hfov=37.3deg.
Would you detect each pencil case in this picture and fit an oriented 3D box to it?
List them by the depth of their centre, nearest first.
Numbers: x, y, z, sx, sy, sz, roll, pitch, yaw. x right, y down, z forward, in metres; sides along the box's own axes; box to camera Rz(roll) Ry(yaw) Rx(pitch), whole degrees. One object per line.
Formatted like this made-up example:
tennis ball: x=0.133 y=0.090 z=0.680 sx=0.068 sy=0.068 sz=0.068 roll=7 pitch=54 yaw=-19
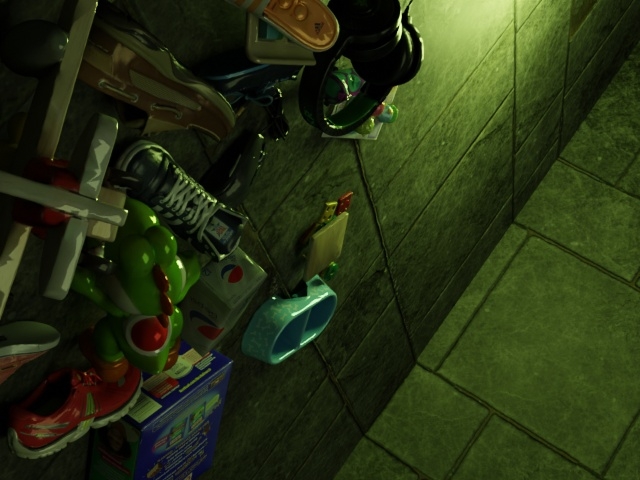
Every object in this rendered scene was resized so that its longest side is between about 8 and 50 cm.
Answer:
pencil case: x=0.064 y=-0.306 z=1.863 sx=0.152 sy=0.070 sz=0.064 roll=-23 pitch=156 yaw=-47

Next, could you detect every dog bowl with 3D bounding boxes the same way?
dog bowl: x=-0.065 y=0.189 z=2.219 sx=0.297 sy=0.074 sz=0.166 roll=-28 pitch=143 yaw=-50

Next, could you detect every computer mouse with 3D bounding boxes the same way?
computer mouse: x=-0.132 y=-0.154 z=1.669 sx=0.262 sy=0.060 sz=0.184 roll=-50 pitch=157 yaw=-21

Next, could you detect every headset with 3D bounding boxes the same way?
headset: x=0.081 y=-0.380 z=1.704 sx=0.394 sy=0.185 sz=0.243 roll=-55 pitch=155 yaw=2

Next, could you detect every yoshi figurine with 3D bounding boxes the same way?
yoshi figurine: x=-0.293 y=0.063 z=1.477 sx=0.362 sy=0.203 sz=0.203 roll=112 pitch=3 yaw=-52

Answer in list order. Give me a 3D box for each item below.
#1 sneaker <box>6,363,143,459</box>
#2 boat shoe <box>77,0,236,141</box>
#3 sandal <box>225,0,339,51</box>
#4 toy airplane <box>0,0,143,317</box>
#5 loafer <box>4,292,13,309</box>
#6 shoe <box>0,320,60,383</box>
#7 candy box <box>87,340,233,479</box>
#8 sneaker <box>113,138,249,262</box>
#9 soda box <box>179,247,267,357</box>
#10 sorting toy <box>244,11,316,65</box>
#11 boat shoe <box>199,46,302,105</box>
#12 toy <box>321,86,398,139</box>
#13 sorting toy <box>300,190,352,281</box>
sneaker: x=-0.400 y=0.255 z=1.578 sx=0.279 sy=0.107 sz=0.118 roll=-36 pitch=139 yaw=-48
boat shoe: x=-0.239 y=-0.211 z=1.326 sx=0.120 sy=0.122 sz=0.324 roll=-53 pitch=149 yaw=0
sandal: x=-0.063 y=-0.365 z=1.372 sx=0.265 sy=0.076 sz=0.102 roll=28 pitch=86 yaw=-30
toy airplane: x=-0.349 y=-0.059 z=1.070 sx=0.386 sy=0.272 sz=0.384 roll=-83 pitch=-165 yaw=-47
loafer: x=-0.455 y=0.047 z=1.257 sx=0.061 sy=0.062 sz=0.170 roll=-60 pitch=159 yaw=-9
shoe: x=-0.468 y=0.175 z=1.390 sx=0.178 sy=0.063 sz=0.081 roll=-10 pitch=129 yaw=-55
candy box: x=-0.320 y=0.386 z=1.875 sx=0.268 sy=0.122 sz=0.317 roll=-33 pitch=145 yaw=-48
sneaker: x=-0.212 y=-0.056 z=1.505 sx=0.099 sy=0.153 sz=0.282 roll=-55 pitch=157 yaw=-10
soda box: x=-0.190 y=0.113 z=1.719 sx=0.098 sy=0.091 sz=0.286 roll=-45 pitch=176 yaw=-29
sorting toy: x=-0.052 y=-0.380 z=1.480 sx=0.193 sy=0.038 sz=0.208 roll=-16 pitch=108 yaw=-59
boat shoe: x=-0.095 y=-0.265 z=1.542 sx=0.258 sy=0.109 sz=0.089 roll=-29 pitch=132 yaw=-46
toy: x=0.104 y=-0.271 z=2.018 sx=0.237 sy=0.056 sz=0.137 roll=-11 pitch=127 yaw=-61
sorting toy: x=0.000 y=0.000 z=2.151 sx=0.132 sy=0.046 sz=0.274 roll=-38 pitch=150 yaw=-41
